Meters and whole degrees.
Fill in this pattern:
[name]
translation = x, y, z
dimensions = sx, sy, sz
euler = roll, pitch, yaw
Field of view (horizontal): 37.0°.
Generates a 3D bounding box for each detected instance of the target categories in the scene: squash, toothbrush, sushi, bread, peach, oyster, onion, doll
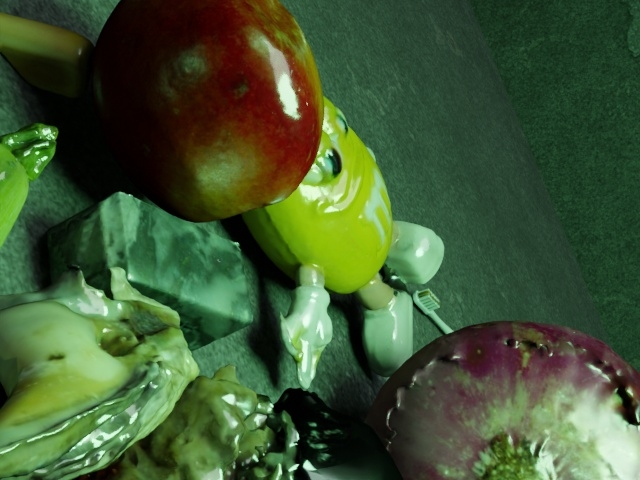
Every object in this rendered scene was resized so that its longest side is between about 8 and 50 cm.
[squash]
translation = -0.259, -0.015, 0.691
dimensions = 0.090, 0.075, 0.200
euler = 36, 55, -15
[toothbrush]
translation = 0.244, 0.180, 1.570
dimensions = 0.342, 0.030, 0.025
euler = 48, 33, -37
[sushi]
translation = -0.072, 0.207, 0.672
dimensions = 0.218, 0.225, 0.238
euler = 30, 35, -42
[bread]
translation = -0.258, -0.172, 0.881
dimensions = 0.062, 0.103, 0.049
euler = 102, 6, -45
[peach]
translation = -0.101, -0.135, 0.868
dimensions = 0.199, 0.243, 0.243
euler = -28, 94, -24
[oyster]
translation = -0.214, 0.094, 0.539
dimensions = 0.271, 0.100, 0.275
euler = 16, 28, -5
[onion]
translation = 0.230, 0.273, 1.073
dimensions = 0.345, 0.358, 0.358
euler = 31, 40, -54
[doll]
translation = 0.017, -0.004, 1.148
dimensions = 0.423, 0.161, 0.348
euler = 7, 72, -61

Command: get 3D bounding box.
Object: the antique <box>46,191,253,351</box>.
[antique]
translation = -0.152, 0.031, 0.843
dimensions = 0.183, 0.088, 0.086
euler = 27, 43, -53
